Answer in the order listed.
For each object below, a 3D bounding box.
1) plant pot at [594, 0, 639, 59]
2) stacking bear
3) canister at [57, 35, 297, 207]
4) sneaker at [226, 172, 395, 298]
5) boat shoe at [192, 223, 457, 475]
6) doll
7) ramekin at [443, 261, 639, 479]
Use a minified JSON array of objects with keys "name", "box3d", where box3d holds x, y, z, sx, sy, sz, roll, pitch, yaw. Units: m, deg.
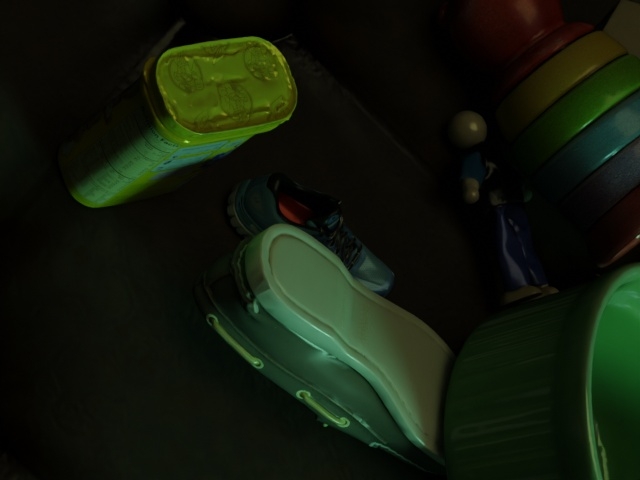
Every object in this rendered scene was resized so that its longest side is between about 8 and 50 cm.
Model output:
[{"name":"plant pot","box3d":[0.304,-0.171,1.851,0.096,0.109,0.109,36,53,-3]},{"name":"stacking bear","box3d":[0.231,-0.135,1.747,0.289,0.175,0.164,52,29,8]},{"name":"canister","box3d":[-0.116,-0.089,1.460,0.126,0.170,0.073,-14,79,-39]},{"name":"sneaker","box3d":[0.000,0.000,1.569,0.162,0.073,0.063,35,54,-19]},{"name":"boat shoe","box3d":[0.024,0.102,1.528,0.305,0.091,0.109,42,40,-30]},{"name":"doll","box3d":[0.161,-0.033,1.714,0.129,0.046,0.189,5,63,-57]},{"name":"ramekin","box3d":[0.231,0.180,1.563,0.303,0.148,0.303,25,58,-49]}]
